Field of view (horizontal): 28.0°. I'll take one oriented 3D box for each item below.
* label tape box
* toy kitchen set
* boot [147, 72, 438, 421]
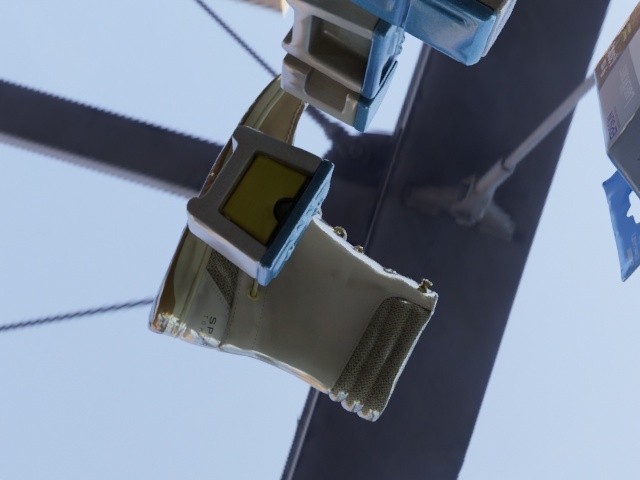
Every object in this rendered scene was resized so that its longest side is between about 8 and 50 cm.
[{"bbox_3d":[0.368,-0.163,1.353,0.115,0.249,0.348,29,-63,-7],"label":"label tape box"},{"bbox_3d":[0.010,-0.072,0.736,0.122,0.207,0.166,29,-109,7],"label":"toy kitchen set"},{"bbox_3d":[0.000,0.000,1.021,0.203,0.095,0.262,24,-128,-4],"label":"boot"}]
